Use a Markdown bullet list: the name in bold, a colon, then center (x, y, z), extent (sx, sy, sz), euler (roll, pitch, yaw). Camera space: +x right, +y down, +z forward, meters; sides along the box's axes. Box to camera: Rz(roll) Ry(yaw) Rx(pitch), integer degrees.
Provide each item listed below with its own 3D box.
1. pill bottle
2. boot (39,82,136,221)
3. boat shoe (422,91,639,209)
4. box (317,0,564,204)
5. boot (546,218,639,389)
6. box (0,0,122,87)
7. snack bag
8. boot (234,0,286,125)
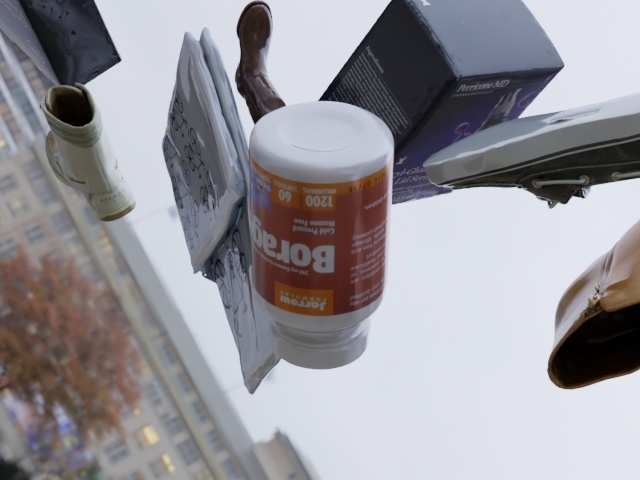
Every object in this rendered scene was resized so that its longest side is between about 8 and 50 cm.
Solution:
- **pill bottle**: center (0.000, 0.000, 1.138), extent (0.121, 0.121, 0.216), euler (44, -37, 46)
- **boot**: center (-0.321, -0.138, 1.725), extent (0.213, 0.077, 0.165), euler (44, -22, 45)
- **boat shoe**: center (0.185, -0.060, 1.026), extent (0.219, 0.078, 0.070), euler (-11, -72, 31)
- **box**: center (0.101, -0.135, 1.257), extent (0.108, 0.153, 0.207), euler (60, -43, 20)
- **boot**: center (0.315, 0.010, 1.091), extent (0.104, 0.295, 0.211), euler (47, 23, -3)
- **box**: center (-0.404, -0.346, 1.824), extent (0.261, 0.103, 0.184), euler (42, -16, 38)
- **snack bag**: center (-0.103, -0.012, 1.421), extent (0.323, 0.037, 0.342), euler (127, -54, -70)
- **boot**: center (-0.052, -0.158, 1.260), extent (0.114, 0.037, 0.106), euler (-112, -157, -48)
